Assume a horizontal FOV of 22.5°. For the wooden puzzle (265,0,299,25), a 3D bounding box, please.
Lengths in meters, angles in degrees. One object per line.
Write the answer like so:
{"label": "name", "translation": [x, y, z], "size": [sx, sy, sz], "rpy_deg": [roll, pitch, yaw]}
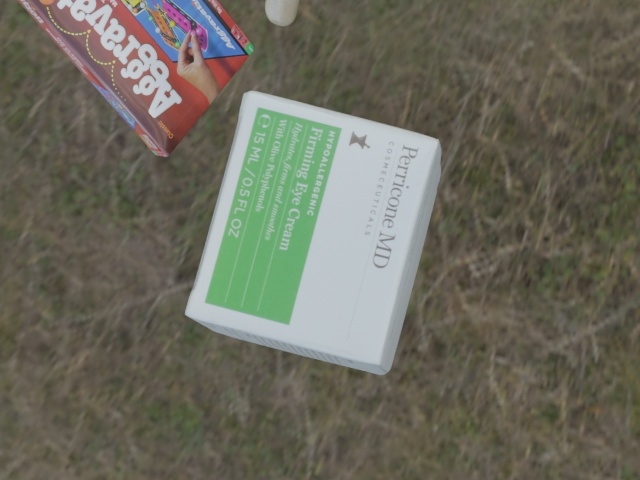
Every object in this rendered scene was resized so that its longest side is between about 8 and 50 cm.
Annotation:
{"label": "wooden puzzle", "translation": [-0.022, -0.297, 1.098], "size": [0.044, 0.238, 0.221], "rpy_deg": [6, 128, -10]}

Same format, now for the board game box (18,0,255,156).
{"label": "board game box", "translation": [-0.185, -0.223, 1.462], "size": [0.027, 0.145, 0.281], "rpy_deg": [14, 151, 51]}

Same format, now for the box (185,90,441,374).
{"label": "box", "translation": [0.000, 0.000, 0.704], "size": [0.087, 0.102, 0.101], "rpy_deg": [15, 85, 5]}
